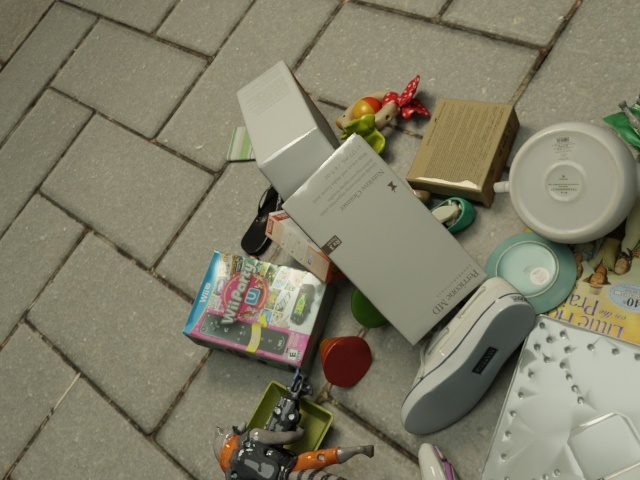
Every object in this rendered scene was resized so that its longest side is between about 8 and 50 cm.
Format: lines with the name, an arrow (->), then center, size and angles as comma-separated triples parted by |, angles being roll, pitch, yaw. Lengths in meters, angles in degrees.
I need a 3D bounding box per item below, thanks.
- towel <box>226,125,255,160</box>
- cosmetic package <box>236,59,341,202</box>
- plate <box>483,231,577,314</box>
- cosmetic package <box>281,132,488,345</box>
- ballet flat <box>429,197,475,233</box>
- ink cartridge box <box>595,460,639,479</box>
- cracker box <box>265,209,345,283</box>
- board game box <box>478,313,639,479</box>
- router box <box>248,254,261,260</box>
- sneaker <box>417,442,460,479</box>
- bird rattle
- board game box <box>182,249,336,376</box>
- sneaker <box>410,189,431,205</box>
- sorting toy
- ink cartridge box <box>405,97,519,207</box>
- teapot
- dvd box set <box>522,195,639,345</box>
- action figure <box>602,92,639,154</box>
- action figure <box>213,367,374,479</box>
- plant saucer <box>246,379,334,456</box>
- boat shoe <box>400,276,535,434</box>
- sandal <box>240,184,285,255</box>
towel -> -0.190, -0.278, 2.005 | 0.152, 0.023, 0.113 | 0, 67, 25
cosmetic package -> -0.057, -0.240, 1.698 | 0.161, 0.230, 0.453 | -33, 34, 9
plate -> 0.422, 0.062, 1.427 | 0.188, 0.024, 0.188 | -14, 57, 23
cosmetic package -> 0.123, -0.001, 1.425 | 0.385, 0.156, 0.217 | 45, 89, -3
ballet flat -> 0.234, -0.026, 1.607 | 0.247, 0.087, 0.083 | -32, 55, 10
ink cartridge box -> 0.486, 0.486, 1.113 | 0.289, 0.121, 0.211 | -33, 62, 19
cracker box -> 0.000, 0.000, 1.673 | 0.232, 0.156, 0.067 | 36, 127, 36
board game box -> 0.509, 0.372, 1.235 | 0.390, 0.050, 0.390 | 17, 85, 33
router box -> -0.189, 0.108, 1.788 | 0.092, 0.038, 0.122 | -25, 56, 14
sneaker -> 0.207, 0.535, 1.310 | 0.152, 0.114, 0.305 | -19, 57, 16
bird rattle -> 0.142, -0.334, 1.799 | 0.253, 0.143, 0.207 | -49, 37, -6
board game box -> -0.142, 0.168, 1.661 | 0.303, 0.097, 0.224 | 12, 69, 19
sneaker -> 0.172, -0.069, 1.683 | 0.192, 0.064, 0.086 | -1, 72, 27
sorting toy -> 0.087, 0.141, 1.582 | 0.126, 0.127, 0.365 | 24, 87, 58
ink cartridge box -> 0.336, -0.210, 1.650 | 0.193, 0.088, 0.234 | 14, 73, 34
teapot -> 0.504, -0.114, 1.386 | 0.256, 0.187, 0.252 | 47, 119, 21
dvd box set -> 0.557, 0.036, 1.422 | 0.308, 0.062, 0.420 | 16, 73, 34
action figure -> 0.716, -0.212, 1.473 | 0.137, 0.063, 0.232 | -28, 59, 9
action figure -> -0.066, 0.423, 1.423 | 0.330, 0.178, 0.341 | 9, 73, 20
plant saucer -> -0.076, 0.434, 1.554 | 0.188, 0.045, 0.188 | 22, 77, 34
boat shoe -> 0.267, 0.219, 1.410 | 0.367, 0.136, 0.156 | -59, 27, 22
sandal -> -0.129, -0.079, 1.844 | 0.097, 0.054, 0.254 | 16, 73, 33
